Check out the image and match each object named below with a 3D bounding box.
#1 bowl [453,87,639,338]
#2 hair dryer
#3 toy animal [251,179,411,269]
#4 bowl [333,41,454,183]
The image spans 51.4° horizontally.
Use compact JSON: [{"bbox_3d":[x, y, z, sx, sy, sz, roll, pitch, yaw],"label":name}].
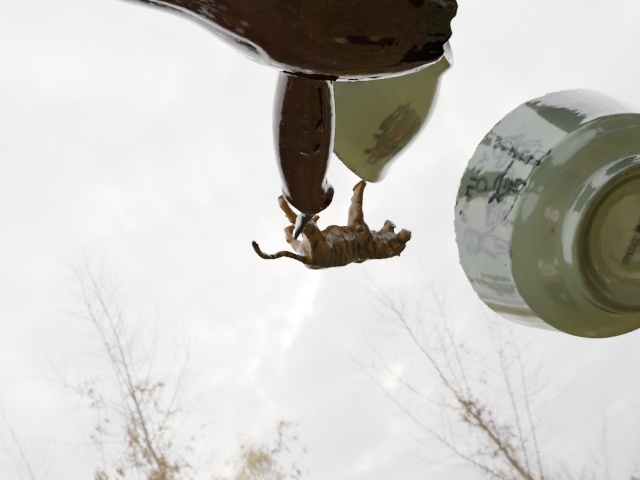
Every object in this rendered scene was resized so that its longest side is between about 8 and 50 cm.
[{"bbox_3d":[0.221,-0.013,0.527,0.211,0.112,0.212,-2,-78,-10],"label":"bowl"},{"bbox_3d":[-0.061,-0.120,0.572,0.312,0.123,0.341,7,-39,3],"label":"hair dryer"},{"bbox_3d":[-0.004,0.004,0.882,0.255,0.116,0.114,-15,-21,-47],"label":"toy animal"},{"bbox_3d":[0.097,-0.331,1.104,0.195,0.435,0.434,-22,-30,24],"label":"bowl"}]
